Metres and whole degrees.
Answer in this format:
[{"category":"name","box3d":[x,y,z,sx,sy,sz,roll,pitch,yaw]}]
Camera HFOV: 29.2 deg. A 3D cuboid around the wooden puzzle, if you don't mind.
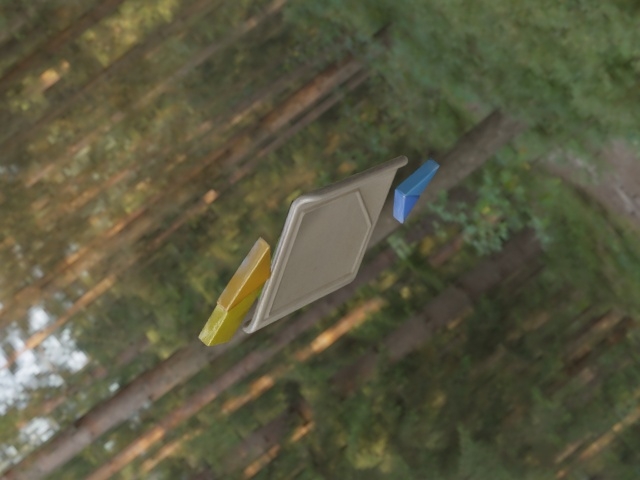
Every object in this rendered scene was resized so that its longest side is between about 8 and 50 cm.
[{"category":"wooden puzzle","box3d":[0.000,0.000,0.487,0.014,0.078,0.116,40,-150,21]}]
